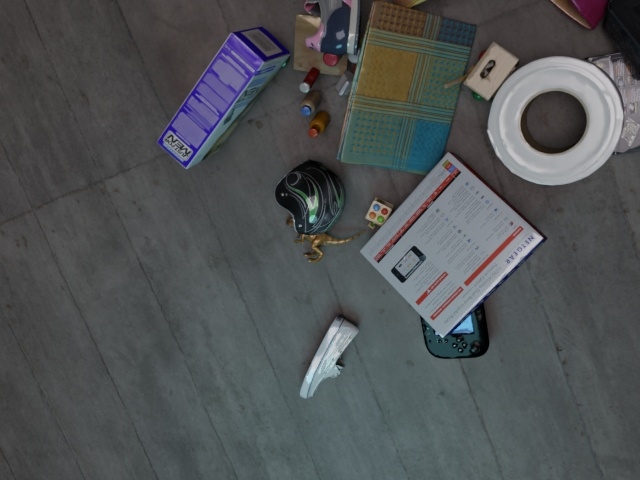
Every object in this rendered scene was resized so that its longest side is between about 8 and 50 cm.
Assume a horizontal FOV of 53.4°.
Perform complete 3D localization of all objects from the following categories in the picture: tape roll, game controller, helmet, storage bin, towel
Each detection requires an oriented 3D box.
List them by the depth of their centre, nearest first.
[{"bbox_3d":[0.705,-0.451,1.359,0.122,0.084,0.180,-29,71,7],"label":"storage bin"},{"bbox_3d":[0.529,-0.270,1.439,0.286,0.100,0.286,8,109,25],"label":"tape roll"},{"bbox_3d":[0.201,-0.348,1.504,0.272,0.040,0.370,8,106,-17],"label":"towel"},{"bbox_3d":[-0.018,-0.101,1.595,0.169,0.169,0.161,-46,75,18],"label":"helmet"},{"bbox_3d":[0.333,0.153,1.637,0.167,0.067,0.319,-9,101,13],"label":"game controller"}]

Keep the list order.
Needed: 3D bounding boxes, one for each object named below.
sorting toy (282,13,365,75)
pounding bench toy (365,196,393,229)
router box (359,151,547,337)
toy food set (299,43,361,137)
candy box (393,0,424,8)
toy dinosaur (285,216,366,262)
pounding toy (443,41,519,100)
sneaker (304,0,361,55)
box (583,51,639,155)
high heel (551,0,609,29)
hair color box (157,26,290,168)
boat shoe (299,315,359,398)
[{"bbox_3d":[0.016,-0.475,1.542,0.275,0.046,0.132,10,120,10],"label":"sorting toy"},{"bbox_3d":[0.144,-0.060,1.622,0.052,0.065,0.083,26,108,4],"label":"pounding bench toy"},{"bbox_3d":[0.311,0.011,1.537,0.301,0.082,0.335,48,109,18],"label":"router box"},{"bbox_3d":[0.015,-0.365,1.515,0.111,0.104,0.232,32,125,-7],"label":"toy food set"},{"bbox_3d":[0.262,-0.633,1.343,0.317,0.087,0.183,-10,129,43],"label":"candy box"},{"bbox_3d":[0.000,0.000,1.667,0.212,0.064,0.112,18,105,6],"label":"toy dinosaur"},{"bbox_3d":[0.371,-0.380,1.461,0.100,0.130,0.141,38,108,8],"label":"pounding toy"},{"bbox_3d":[0.028,-0.574,1.443,0.131,0.112,0.318,1,76,4],"label":"sneaker"},{"bbox_3d":[0.707,-0.314,1.450,0.183,0.056,0.230,-7,102,14],"label":"box"},{"bbox_3d":[0.451,-0.581,1.398,0.378,0.127,0.181,10,102,8],"label":"high heel"},{"bbox_3d":[-0.233,-0.344,1.539,0.110,0.185,0.339,43,118,-3],"label":"hair color box"},{"bbox_3d":[0.024,0.332,1.728,0.084,0.095,0.258,27,108,8],"label":"boat shoe"}]
